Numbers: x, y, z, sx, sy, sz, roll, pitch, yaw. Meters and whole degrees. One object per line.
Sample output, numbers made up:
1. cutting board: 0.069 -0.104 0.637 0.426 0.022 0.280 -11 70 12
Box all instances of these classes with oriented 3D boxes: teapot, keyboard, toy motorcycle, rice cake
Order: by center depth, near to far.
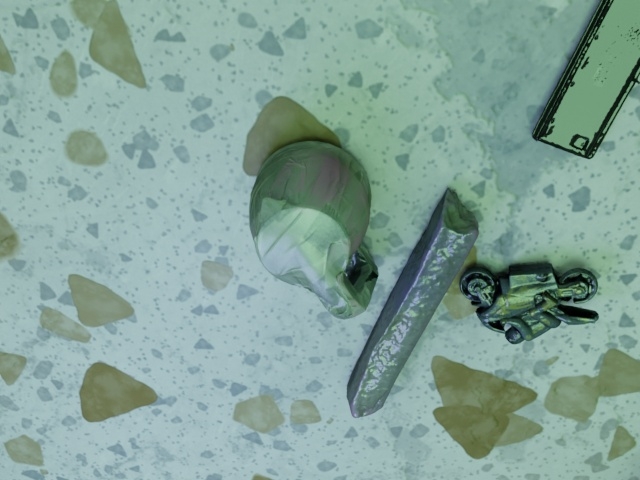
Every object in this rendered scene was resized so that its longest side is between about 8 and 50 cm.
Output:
1. keyboard: 0.349 -0.210 0.923 0.094 0.025 0.230 20 119 -3
2. teapot: -0.014 -0.001 0.994 0.163 0.178 0.221 -3 120 9
3. toy motorcycle: 0.298 0.094 1.080 0.193 0.061 0.124 0 113 13
4. rice cake: 0.128 0.109 1.103 0.064 0.070 0.399 18 120 -9
